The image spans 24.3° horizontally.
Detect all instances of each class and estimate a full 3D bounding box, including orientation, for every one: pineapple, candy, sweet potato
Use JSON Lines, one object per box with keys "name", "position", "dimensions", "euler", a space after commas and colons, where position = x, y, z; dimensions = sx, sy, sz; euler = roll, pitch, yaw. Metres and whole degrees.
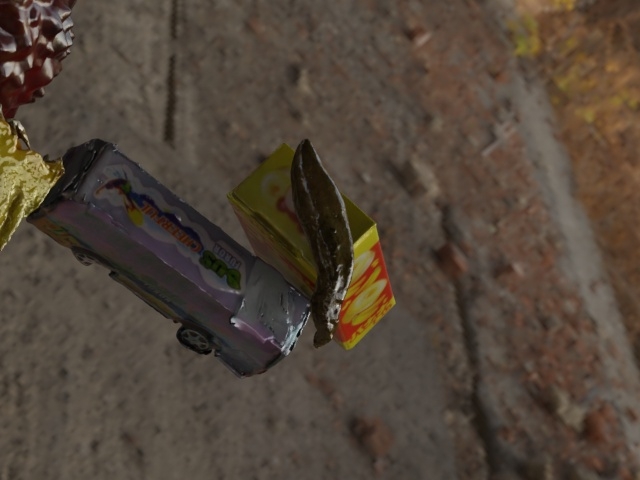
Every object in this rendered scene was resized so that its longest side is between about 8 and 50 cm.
{"name": "pineapple", "position": [-0.353, -0.020, 1.378], "dimensions": [0.114, 0.236, 0.186], "euler": [37, 30, -29]}
{"name": "candy", "position": [-0.004, 0.013, 1.620], "dimensions": [0.146, 0.088, 0.276], "euler": [43, -9, 20]}
{"name": "sweet potato", "position": [0.004, 0.000, 1.074], "dimensions": [0.038, 0.041, 0.153], "euler": [-2, 82, -33]}

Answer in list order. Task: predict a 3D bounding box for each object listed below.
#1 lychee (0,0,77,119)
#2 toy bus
{"name": "lychee", "position": [-0.525, -0.306, 1.814], "dimensions": [0.425, 0.500, 0.424], "euler": [-9, 101, -54]}
{"name": "toy bus", "position": [-0.149, 0.021, 1.575], "dimensions": [0.317, 0.138, 0.112], "euler": [37, 66, -21]}
